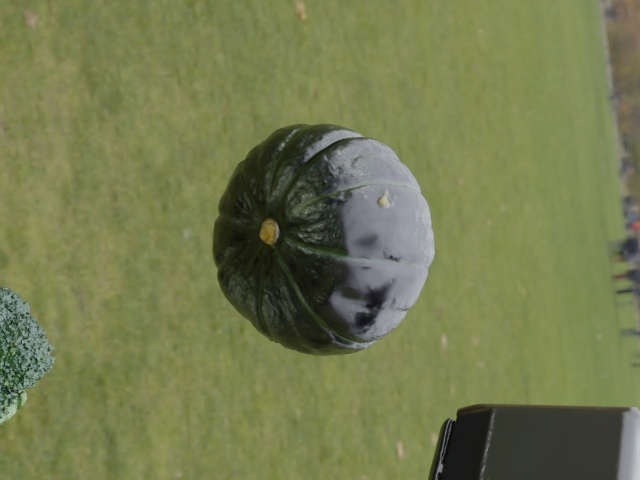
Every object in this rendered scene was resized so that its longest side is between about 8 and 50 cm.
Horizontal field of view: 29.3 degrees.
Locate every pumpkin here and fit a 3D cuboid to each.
[{"bbox_3d":[0.000,0.000,1.153,0.162,0.220,0.220,11,72,-52],"label":"pumpkin"}]

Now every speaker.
[{"bbox_3d":[0.201,0.275,1.077,0.153,0.193,0.231,-65,148,-51],"label":"speaker"}]

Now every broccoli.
[{"bbox_3d":[-0.380,0.140,1.333,0.195,0.195,0.156,-75,152,-54],"label":"broccoli"}]
